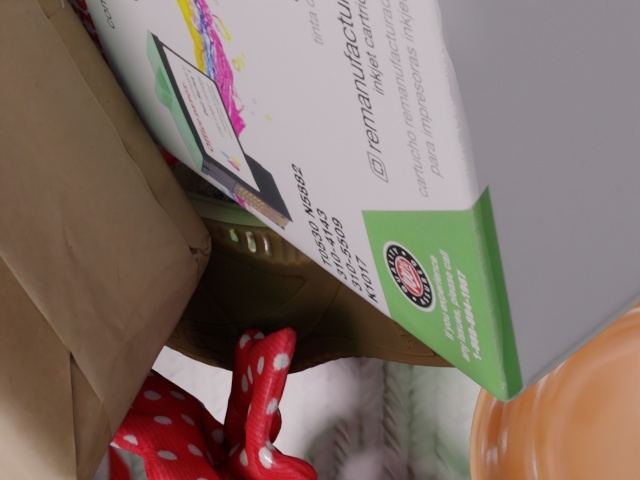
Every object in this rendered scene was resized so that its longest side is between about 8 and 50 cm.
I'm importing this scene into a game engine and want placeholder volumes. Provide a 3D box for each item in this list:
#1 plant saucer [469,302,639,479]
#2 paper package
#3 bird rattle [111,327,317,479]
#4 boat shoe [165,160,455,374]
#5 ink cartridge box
[{"bbox_3d":[0.159,0.107,0.796,0.200,0.037,0.200,11,109,32],"label":"plant saucer"},{"bbox_3d":[-0.257,-0.032,0.790,0.325,0.168,0.309,-11,121,35],"label":"paper package"},{"bbox_3d":[-0.007,0.161,0.843,0.253,0.143,0.207,44,168,14],"label":"bird rattle"},{"bbox_3d":[0.000,0.000,0.855,0.285,0.089,0.104,5,133,37],"label":"boat shoe"},{"bbox_3d":[0.004,-0.100,0.703,0.278,0.117,0.201,36,153,40],"label":"ink cartridge box"}]
